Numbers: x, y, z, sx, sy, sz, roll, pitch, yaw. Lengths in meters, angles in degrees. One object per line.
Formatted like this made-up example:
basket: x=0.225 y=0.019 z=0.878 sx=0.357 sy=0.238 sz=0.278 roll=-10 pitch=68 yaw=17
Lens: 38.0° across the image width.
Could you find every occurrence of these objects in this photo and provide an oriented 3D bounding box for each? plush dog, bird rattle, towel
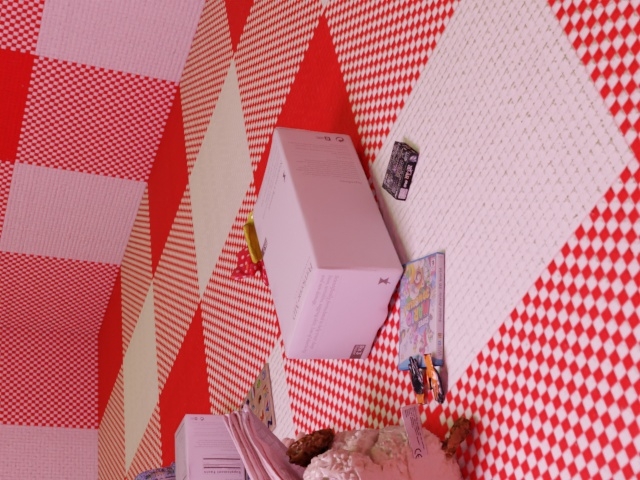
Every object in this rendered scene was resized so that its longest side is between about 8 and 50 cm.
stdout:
plush dog: x=0.084 y=0.321 z=1.276 sx=0.225 sy=0.262 sz=0.211 roll=-12 pitch=38 yaw=58
bird rattle: x=-0.099 y=-0.013 z=2.000 sx=0.253 sy=0.143 sz=0.207 roll=123 pitch=162 yaw=-72
towel: x=0.006 y=0.406 z=1.327 sx=0.053 sy=0.332 sz=0.317 roll=-41 pitch=24 yaw=-3

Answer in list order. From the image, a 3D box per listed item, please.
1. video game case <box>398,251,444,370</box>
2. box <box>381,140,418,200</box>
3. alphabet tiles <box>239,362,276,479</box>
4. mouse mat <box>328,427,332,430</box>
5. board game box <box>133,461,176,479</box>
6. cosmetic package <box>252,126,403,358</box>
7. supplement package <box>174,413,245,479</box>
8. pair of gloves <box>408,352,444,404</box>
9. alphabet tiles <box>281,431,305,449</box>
video game case: x=0.151 y=0.110 z=1.403 sx=0.119 sy=0.015 sz=0.166 roll=153 pitch=122 yaw=-64
box: x=0.131 y=-0.115 z=1.527 sx=0.067 sy=0.018 sz=0.083 roll=-130 pitch=51 yaw=-62
alphabet tiles: x=-0.136 y=0.420 z=2.032 sx=0.198 sy=0.009 sz=0.237 roll=120 pitch=149 yaw=-43
mouse mat: x=-0.005 y=0.450 z=1.694 sx=0.190 sy=0.007 sz=0.153 roll=119 pitch=150 yaw=-44
board game box: x=-0.333 y=0.631 z=2.269 sx=0.194 sy=0.194 sz=0.060 roll=51 pitch=132 yaw=43
cosmetic package: x=0.000 y=0.000 z=1.621 sx=0.385 sy=0.156 sz=0.217 roll=-107 pitch=27 yaw=-49
supplement package: x=-0.251 y=0.533 z=2.100 sx=0.139 sy=0.133 sz=0.244 roll=123 pitch=147 yaw=-54
pair of gloves: x=0.153 y=0.202 z=1.349 sx=0.083 sy=0.010 sz=0.074 roll=153 pitch=105 yaw=-66
alphabet tiles: x=-0.058 y=0.474 z=1.554 sx=0.278 sy=0.021 sz=0.284 roll=-64 pitch=-27 yaw=-52
